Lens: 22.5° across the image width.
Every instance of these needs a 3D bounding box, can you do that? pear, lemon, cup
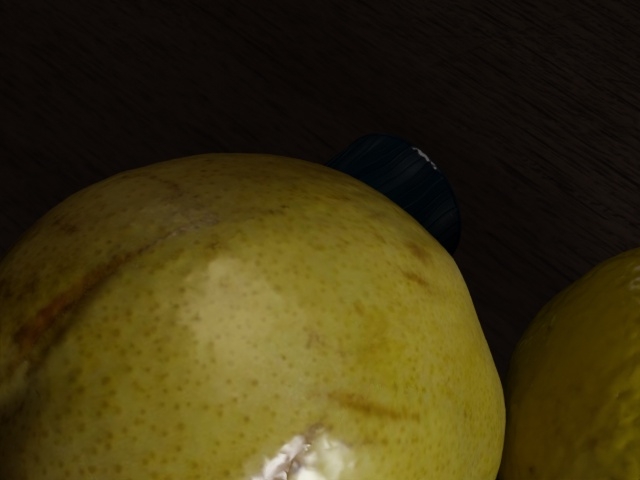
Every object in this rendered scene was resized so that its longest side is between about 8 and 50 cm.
[{"bbox_3d":[-0.057,0.099,0.897,0.314,0.314,0.314,7,42,-6],"label":"pear"},{"bbox_3d":[0.227,0.143,0.957,0.245,0.245,0.320,4,47,-9],"label":"lemon"},{"bbox_3d":[0.007,0.008,1.171,0.138,0.150,0.113,-37,95,-38],"label":"cup"}]
